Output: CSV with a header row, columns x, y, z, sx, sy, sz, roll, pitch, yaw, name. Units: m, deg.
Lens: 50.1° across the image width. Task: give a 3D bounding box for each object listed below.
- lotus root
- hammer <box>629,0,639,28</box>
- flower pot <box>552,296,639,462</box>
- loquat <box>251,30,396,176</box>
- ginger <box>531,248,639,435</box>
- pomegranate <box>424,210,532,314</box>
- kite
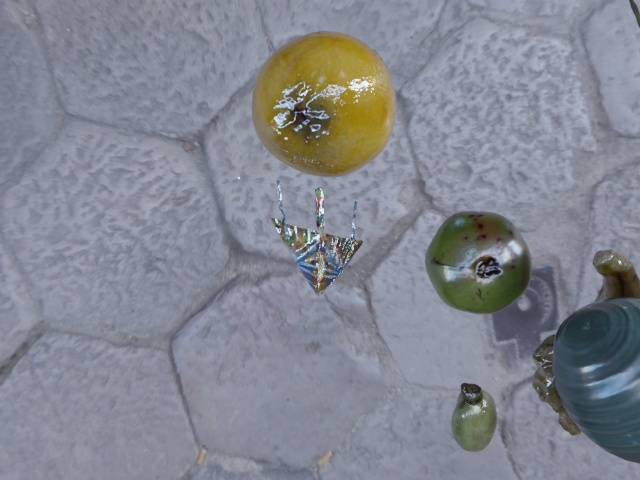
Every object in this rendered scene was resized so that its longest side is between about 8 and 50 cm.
x,y,z,sx,sy,sz,roll,pitch,yaw,name
0.279,0.320,1.236,0.077,0.183,0.090,11,50,21,lotus root
0.683,-0.479,1.466,0.058,0.029,0.292,-39,122,5,hammer
0.402,0.177,0.868,0.243,0.157,0.189,42,45,-26,flower pot
0.005,-0.240,1.226,0.263,0.263,0.263,-1,95,-7,loquat
0.426,0.165,1.054,0.166,0.080,0.333,14,116,-8,ginger
0.273,0.046,1.190,0.179,0.210,0.179,-5,70,13,pomegranate
0.000,0.000,0.967,0.183,0.010,0.160,12,73,-42,kite
